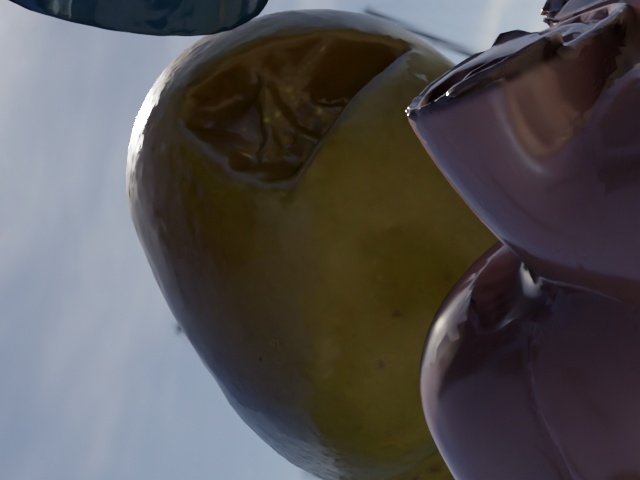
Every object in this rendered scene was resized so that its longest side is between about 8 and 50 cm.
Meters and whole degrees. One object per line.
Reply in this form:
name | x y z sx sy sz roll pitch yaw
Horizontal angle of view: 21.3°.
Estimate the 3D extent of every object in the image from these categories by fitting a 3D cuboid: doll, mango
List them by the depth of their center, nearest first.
doll | 0.143 0.046 0.454 0.284 0.268 0.216 -36 12 -35
mango | 0.000 0.000 0.870 0.182 0.253 0.365 -35 17 -9

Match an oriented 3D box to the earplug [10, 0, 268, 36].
earplug | -0.049 -0.222 0.594 0.132 0.132 0.273 -55 -15 -60
